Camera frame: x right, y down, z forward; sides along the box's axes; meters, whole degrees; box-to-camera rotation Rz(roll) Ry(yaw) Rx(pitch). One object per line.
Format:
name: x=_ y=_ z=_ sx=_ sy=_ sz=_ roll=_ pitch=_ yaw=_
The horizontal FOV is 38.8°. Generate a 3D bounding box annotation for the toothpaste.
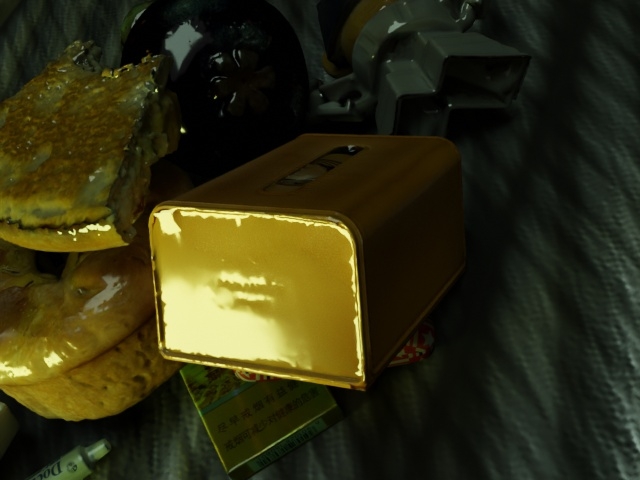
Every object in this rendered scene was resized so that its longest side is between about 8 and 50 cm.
toothpaste: x=-0.290 y=0.254 z=0.891 sx=0.197 sy=0.029 sz=0.048 roll=-34 pitch=40 yaw=-1

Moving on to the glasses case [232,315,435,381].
glasses case: x=0.010 y=0.087 z=0.858 sx=0.195 sy=0.049 sz=0.073 roll=-7 pitch=46 yaw=-3

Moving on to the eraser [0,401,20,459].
eraser: x=-0.451 y=0.323 z=0.856 sx=0.213 sy=0.082 sz=0.396 roll=8 pitch=58 yaw=32

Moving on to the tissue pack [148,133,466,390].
tissue pack: x=0.000 y=0.000 z=0.812 sx=0.195 sy=0.145 sz=0.274 roll=2 pitch=18 yaw=24

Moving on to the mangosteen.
mangosteen: x=-0.123 y=-0.180 z=1.023 sx=0.243 sy=0.243 sz=0.242 roll=-11 pitch=52 yaw=14

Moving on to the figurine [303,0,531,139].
figurine: x=0.091 y=-0.230 z=1.032 sx=0.309 sy=0.143 sz=0.308 roll=-9 pitch=55 yaw=14

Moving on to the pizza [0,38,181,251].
pizza: x=-0.234 y=-0.087 z=0.871 sx=0.324 sy=0.089 sz=0.223 roll=18 pitch=65 yaw=42

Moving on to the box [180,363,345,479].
box: x=-0.072 y=0.128 z=0.901 sx=0.121 sy=0.030 sz=0.193 roll=-31 pitch=50 yaw=-3

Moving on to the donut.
donut: x=-0.244 y=0.034 z=0.934 sx=0.299 sy=0.150 sz=0.317 roll=-12 pitch=42 yaw=20
